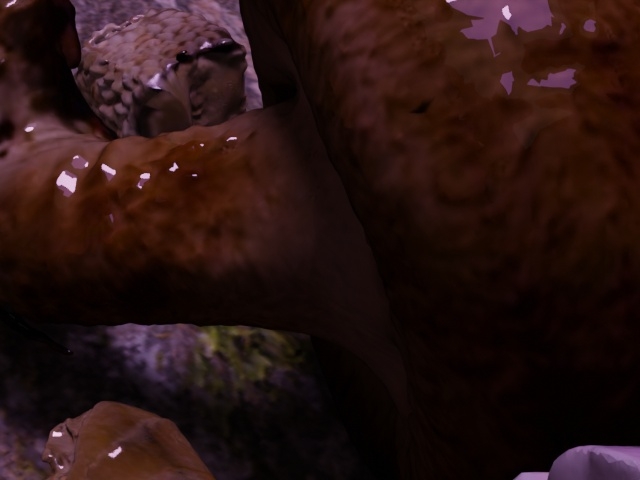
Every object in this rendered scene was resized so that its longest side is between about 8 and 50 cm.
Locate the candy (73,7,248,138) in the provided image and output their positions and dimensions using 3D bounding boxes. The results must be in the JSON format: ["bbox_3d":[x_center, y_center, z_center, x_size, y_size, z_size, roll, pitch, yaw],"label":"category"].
[{"bbox_3d":[-0.097,-0.098,0.923,0.095,0.085,0.110,-22,42,-35],"label":"candy"}]

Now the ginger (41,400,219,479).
[{"bbox_3d":[-0.020,0.183,0.589,0.334,0.081,0.148,38,24,23],"label":"ginger"}]

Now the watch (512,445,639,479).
[{"bbox_3d":[0.008,0.166,0.412,0.231,0.244,0.196,-2,64,-18],"label":"watch"}]

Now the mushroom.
[{"bbox_3d":[0.010,-0.016,0.648,0.356,0.331,0.334,-2,44,-23],"label":"mushroom"}]
